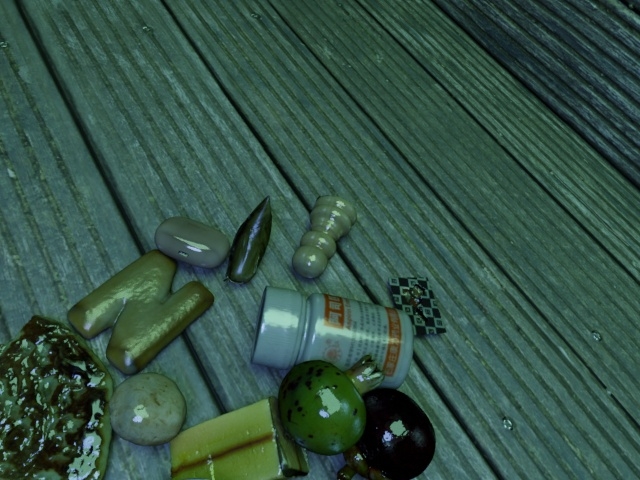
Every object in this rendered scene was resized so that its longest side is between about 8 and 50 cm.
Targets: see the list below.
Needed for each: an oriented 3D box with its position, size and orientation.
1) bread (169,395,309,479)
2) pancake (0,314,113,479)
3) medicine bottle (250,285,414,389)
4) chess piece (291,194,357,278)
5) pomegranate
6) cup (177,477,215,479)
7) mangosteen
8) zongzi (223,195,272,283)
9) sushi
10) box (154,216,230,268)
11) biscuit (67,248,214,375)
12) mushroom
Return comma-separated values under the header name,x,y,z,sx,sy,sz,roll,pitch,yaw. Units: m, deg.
name,x,y,z,sx,sy,sz,roll,pitch,yaw
bread,-0.178,0.473,1.009,0.263,0.163,0.168,-21,60,7
pancake,-0.583,0.377,0.947,0.304,0.067,0.427,-34,72,-25
medicine bottle,0.025,0.241,1.127,0.371,0.211,0.211,13,53,-9
chess piece,0.000,0.000,1.354,0.142,0.143,0.261,26,60,2
pomegranate,0.025,0.336,0.965,0.247,0.202,0.202,-33,70,-13
cup,-0.237,0.626,0.789,0.346,0.163,0.347,5,48,-5
mangosteen,0.135,0.459,1.024,0.250,0.211,0.211,-37,72,-11
zongzi,-0.186,0.008,1.229,0.094,0.204,0.205,23,52,-13
sushi,0.283,0.202,1.351,0.139,0.031,0.201,1,52,-16
box,-0.348,0.005,1.235,0.200,0.088,0.146,22,23,-6
biscuit,-0.440,0.165,1.129,0.236,0.062,0.290,39,52,12
mushroom,-0.370,0.363,0.965,0.166,0.166,0.127,38,97,11
